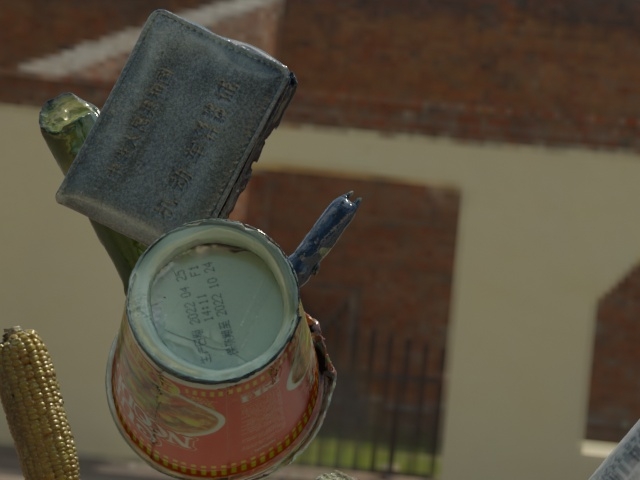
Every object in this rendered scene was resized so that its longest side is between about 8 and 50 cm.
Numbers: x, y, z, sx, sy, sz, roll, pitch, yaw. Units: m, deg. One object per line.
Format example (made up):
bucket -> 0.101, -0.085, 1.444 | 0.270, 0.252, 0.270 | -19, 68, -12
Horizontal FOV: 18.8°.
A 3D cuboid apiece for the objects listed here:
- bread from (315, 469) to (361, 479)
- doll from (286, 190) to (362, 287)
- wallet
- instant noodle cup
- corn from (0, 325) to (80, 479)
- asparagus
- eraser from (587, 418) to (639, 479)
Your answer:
bread -> 0.064, 0.320, 2.060 | 0.054, 0.136, 0.154 | -39, 36, -22
doll -> 0.000, 0.000, 2.046 | 0.027, 0.125, 0.037 | 36, 4, -44
wallet -> -0.139, -0.102, 1.872 | 0.167, 0.222, 0.036 | 26, -7, 14
instant noodle cup -> -0.080, 0.080, 1.519 | 0.193, 0.193, 0.212 | 6, -20, 0
corn -> -0.313, 0.191, 2.137 | 0.068, 0.207, 0.068 | -17, -13, -4
asparagus -> -0.242, -0.024, 2.338 | 0.082, 0.343, 0.085 | -27, 1, -32
eraser -> 0.496, 0.231, 2.256 | 0.213, 0.397, 0.082 | 38, 5, -1
